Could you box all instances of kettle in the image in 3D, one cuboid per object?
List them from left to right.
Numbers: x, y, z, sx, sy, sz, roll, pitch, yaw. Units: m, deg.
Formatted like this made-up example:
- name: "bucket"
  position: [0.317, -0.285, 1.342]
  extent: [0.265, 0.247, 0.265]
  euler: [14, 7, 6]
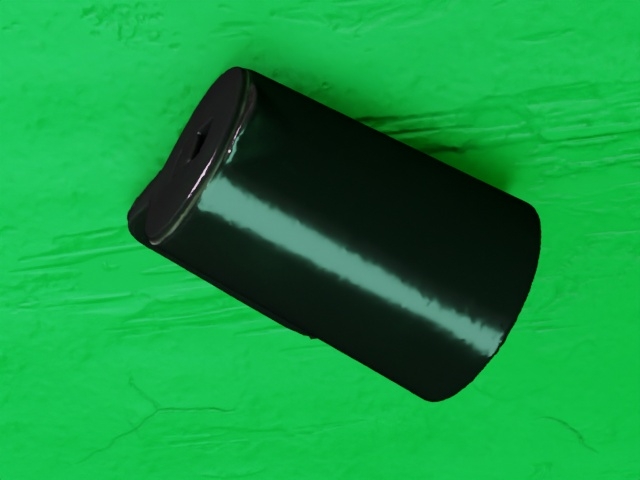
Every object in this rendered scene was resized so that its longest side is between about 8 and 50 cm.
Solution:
- name: "kettle"
  position: [0.007, -0.013, 1.636]
  extent: [0.308, 0.262, 0.203]
  euler: [27, 88, -16]
